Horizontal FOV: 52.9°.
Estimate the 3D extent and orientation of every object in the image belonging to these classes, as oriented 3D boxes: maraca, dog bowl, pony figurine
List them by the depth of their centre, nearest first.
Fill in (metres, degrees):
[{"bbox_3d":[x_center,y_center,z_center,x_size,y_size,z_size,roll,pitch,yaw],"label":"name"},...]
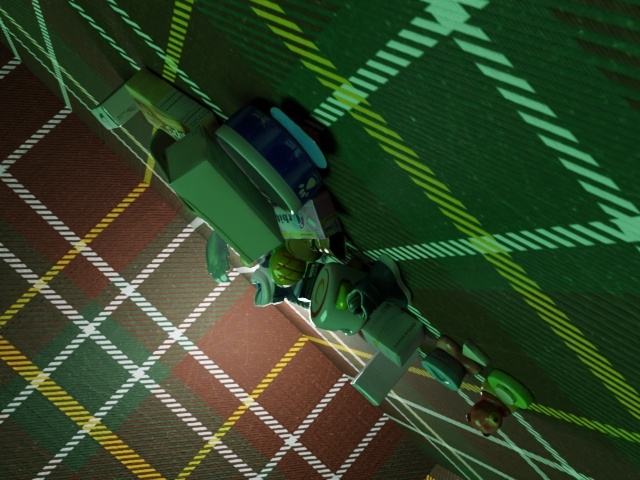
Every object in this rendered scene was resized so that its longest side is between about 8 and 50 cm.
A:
[{"bbox_3d":[-0.120,-0.187,1.497,0.265,0.104,0.265,44,174,6],"label":"dog bowl"},{"bbox_3d":[-0.102,0.058,1.990,0.099,0.127,0.186,31,131,54],"label":"maraca"},{"bbox_3d":[-0.291,-0.089,2.089,0.363,0.302,0.351,56,-167,-52],"label":"pony figurine"}]

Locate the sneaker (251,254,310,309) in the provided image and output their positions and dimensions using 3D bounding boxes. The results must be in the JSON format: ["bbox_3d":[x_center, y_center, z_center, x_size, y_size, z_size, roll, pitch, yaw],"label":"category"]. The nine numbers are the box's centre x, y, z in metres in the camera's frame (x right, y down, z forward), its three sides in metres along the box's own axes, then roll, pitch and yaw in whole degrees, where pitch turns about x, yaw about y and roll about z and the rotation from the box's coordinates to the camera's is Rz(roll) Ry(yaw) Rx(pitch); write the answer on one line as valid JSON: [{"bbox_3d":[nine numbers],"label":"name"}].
[{"bbox_3d":[-0.122,0.191,2.321,0.323,0.236,0.130,64,172,-33],"label":"sneaker"}]

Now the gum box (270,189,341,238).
[{"bbox_3d":[-0.044,-0.065,1.656,0.188,0.062,0.107,0,116,50],"label":"gum box"}]

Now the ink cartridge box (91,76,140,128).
[{"bbox_3d":[-0.661,-0.454,2.140,0.092,0.158,0.218,50,164,-25],"label":"ink cartridge box"}]

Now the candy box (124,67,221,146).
[{"bbox_3d":[-0.417,-0.361,1.894,0.316,0.087,0.183,34,165,26],"label":"candy box"}]

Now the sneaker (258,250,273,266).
[{"bbox_3d":[-0.229,0.029,2.494,0.281,0.105,0.115,31,155,29],"label":"sneaker"}]

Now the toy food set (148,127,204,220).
[{"bbox_3d":[-0.322,-0.153,1.749,0.306,0.092,0.220,52,-174,26],"label":"toy food set"}]

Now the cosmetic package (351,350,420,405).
[{"bbox_3d":[0.222,0.440,2.211,0.117,0.231,0.085,42,166,4],"label":"cosmetic package"}]

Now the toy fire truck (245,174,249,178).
[{"bbox_3d":[-0.227,-0.237,1.828,0.135,0.047,0.192,51,165,-27],"label":"toy fire truck"}]

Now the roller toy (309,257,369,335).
[{"bbox_3d":[0.064,0.165,1.826,0.146,0.191,0.209,16,-148,-15],"label":"roller toy"}]

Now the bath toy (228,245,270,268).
[{"bbox_3d":[-0.285,-0.012,2.404,0.348,0.151,0.129,47,162,7],"label":"bath toy"}]

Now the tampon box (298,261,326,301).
[{"bbox_3d":[0.033,0.144,1.968,0.161,0.120,0.101,16,173,-12],"label":"tampon box"}]

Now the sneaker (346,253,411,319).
[{"bbox_3d":[0.154,0.155,1.714,0.086,0.163,0.226,29,162,38],"label":"sneaker"}]

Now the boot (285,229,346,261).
[{"bbox_3d":[0.000,0.000,1.840,0.220,0.109,0.283,27,152,37],"label":"boot"}]

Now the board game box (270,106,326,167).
[{"bbox_3d":[-0.036,-0.227,1.361,0.168,0.033,0.133,43,171,11],"label":"board game box"}]

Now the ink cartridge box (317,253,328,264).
[{"bbox_3d":[-0.005,0.048,2.095,0.048,0.028,0.083,35,164,30],"label":"ink cartridge box"}]

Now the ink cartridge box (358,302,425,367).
[{"bbox_3d":[0.212,0.275,1.966,0.176,0.128,0.127,35,164,30],"label":"ink cartridge box"}]

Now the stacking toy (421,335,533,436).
[{"bbox_3d":[0.425,0.413,1.797,0.309,0.130,0.279,41,166,5],"label":"stacking toy"}]

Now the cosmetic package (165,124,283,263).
[{"bbox_3d":[-0.225,-0.105,1.536,0.309,0.113,0.160,49,-167,-38],"label":"cosmetic package"}]

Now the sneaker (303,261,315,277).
[{"bbox_3d":[-0.085,0.075,2.167,0.240,0.126,0.091,68,-179,-45],"label":"sneaker"}]
